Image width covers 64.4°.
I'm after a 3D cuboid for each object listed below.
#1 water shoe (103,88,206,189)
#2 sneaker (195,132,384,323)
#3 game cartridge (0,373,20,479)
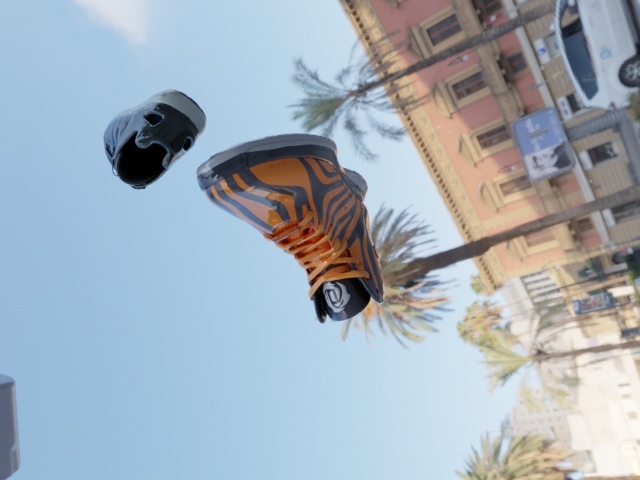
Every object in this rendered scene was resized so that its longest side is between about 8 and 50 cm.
[{"bbox_3d":[-0.195,-0.094,0.532,0.073,0.203,0.080,40,-121,-24],"label":"water shoe"},{"bbox_3d":[0.000,0.000,0.564,0.321,0.124,0.180,8,-116,-62],"label":"sneaker"},{"bbox_3d":[-0.568,0.313,0.707,0.294,0.060,0.196,-25,-59,-60],"label":"game cartridge"}]
